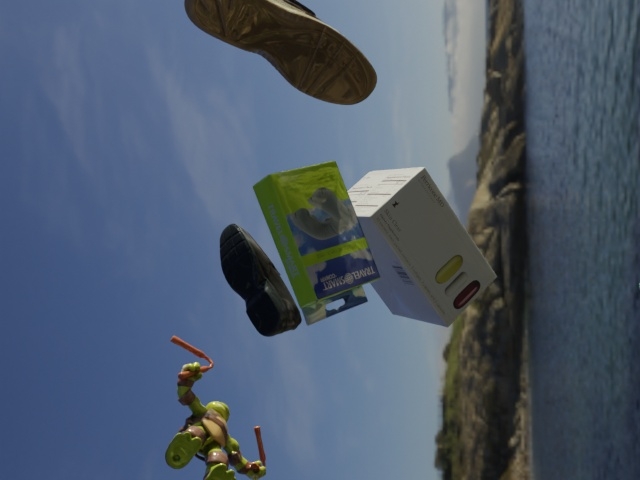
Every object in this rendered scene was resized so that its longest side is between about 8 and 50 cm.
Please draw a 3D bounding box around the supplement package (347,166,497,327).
[{"bbox_3d":[0.164,0.010,1.457,0.261,0.145,0.204,53,161,-18],"label":"supplement package"}]

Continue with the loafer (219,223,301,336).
[{"bbox_3d":[-0.082,0.053,1.036,0.061,0.062,0.170,4,-126,-54],"label":"loafer"}]

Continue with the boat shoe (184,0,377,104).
[{"bbox_3d":[-0.047,-0.282,1.045,0.103,0.285,0.092,-52,27,33],"label":"boat shoe"}]

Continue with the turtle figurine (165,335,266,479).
[{"bbox_3d":[-0.177,0.285,1.172,0.269,0.087,0.217,59,-174,-9],"label":"turtle figurine"}]

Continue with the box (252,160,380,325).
[{"bbox_3d":[0.000,0.000,0.923,0.109,0.042,0.178,-17,-97,-40],"label":"box"}]
